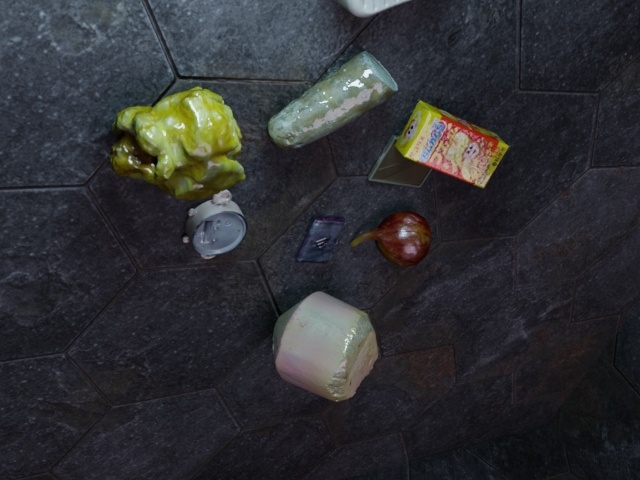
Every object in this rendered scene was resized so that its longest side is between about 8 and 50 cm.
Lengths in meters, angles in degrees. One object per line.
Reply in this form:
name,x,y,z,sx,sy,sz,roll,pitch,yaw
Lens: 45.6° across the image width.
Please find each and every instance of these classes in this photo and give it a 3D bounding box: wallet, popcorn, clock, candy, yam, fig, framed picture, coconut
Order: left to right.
popcorn,-0.301,-0.207,1.612,0.277,0.225,0.276,-21,138,-20
clock,-0.267,-0.031,1.951,0.156,0.063,0.229,-5,133,-31
wallet,-0.001,-0.001,2.187,0.111,0.030,0.165,4,128,-30
coconut,0.000,0.313,2.309,0.297,0.310,0.297,-42,144,-40
yam,0.021,-0.323,1.794,0.330,0.133,0.133,-31,141,3
fig,0.217,-0.008,2.236,0.207,0.175,0.175,13,125,-19
framed picture,0.242,-0.218,2.132,0.203,0.015,0.150,4,129,-37
candy,0.353,-0.255,2.043,0.276,0.088,0.146,20,112,-25

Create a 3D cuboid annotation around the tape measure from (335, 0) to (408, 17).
tape measure,0.140,-0.600,1.576,0.258,0.130,0.265,-24,135,-15
